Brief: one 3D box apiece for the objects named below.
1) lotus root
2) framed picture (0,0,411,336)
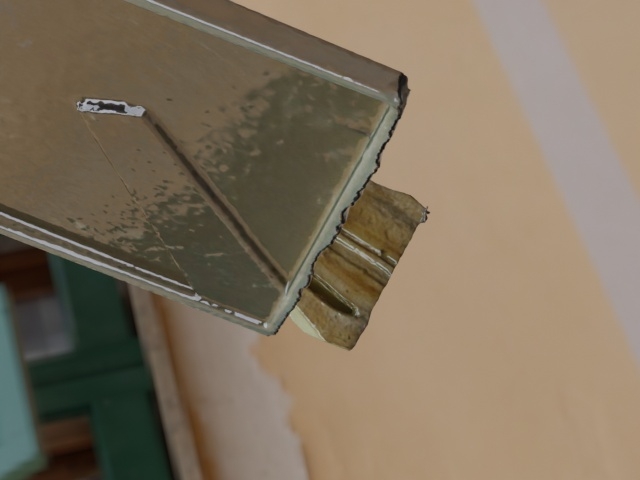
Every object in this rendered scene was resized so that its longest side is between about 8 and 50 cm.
[{"bbox_3d":[0.000,-0.001,1.621,0.144,0.143,0.070,38,167,-5],"label":"lotus root"},{"bbox_3d":[-0.080,-0.040,0.819,0.265,0.192,0.018,121,171,-65],"label":"framed picture"}]
